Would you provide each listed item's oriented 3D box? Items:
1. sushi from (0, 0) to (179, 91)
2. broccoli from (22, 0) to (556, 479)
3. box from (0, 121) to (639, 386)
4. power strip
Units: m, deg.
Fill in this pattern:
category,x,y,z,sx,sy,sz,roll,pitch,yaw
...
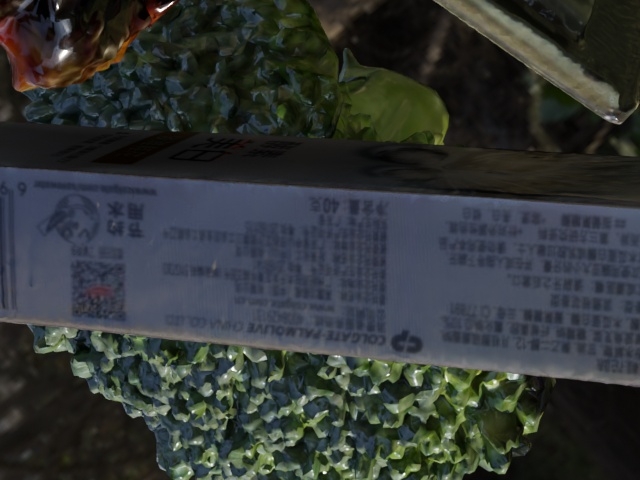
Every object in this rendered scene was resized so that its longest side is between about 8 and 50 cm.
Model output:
category,x,y,z,sx,sy,sz,roll,pitch,yaw
sushi,-0.060,-0.154,0.471,0.196,0.343,0.182,48,151,32
broccoli,-0.014,0.009,0.890,0.317,0.277,0.338,2,-129,-54
box,0.000,0.000,0.358,0.055,0.218,0.039,-36,-52,-68
power strip,0.099,-0.175,0.814,0.213,0.064,0.198,35,-147,-10
